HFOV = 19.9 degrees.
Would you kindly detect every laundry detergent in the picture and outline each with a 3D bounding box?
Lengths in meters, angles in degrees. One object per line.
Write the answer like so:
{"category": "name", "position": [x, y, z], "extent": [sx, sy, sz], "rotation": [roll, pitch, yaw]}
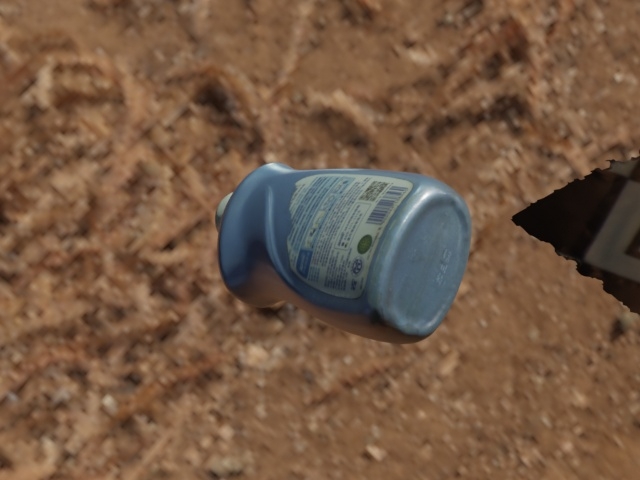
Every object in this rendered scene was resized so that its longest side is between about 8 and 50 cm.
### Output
{"category": "laundry detergent", "position": [-0.001, 0.000, 1.069], "extent": [0.206, 0.061, 0.097], "rotation": [13, 84, 53]}

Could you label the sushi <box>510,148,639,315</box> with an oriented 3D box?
{"category": "sushi", "position": [0.260, 0.007, 0.618], "extent": [0.264, 0.290, 0.050], "rotation": [-32, 29, 46]}
